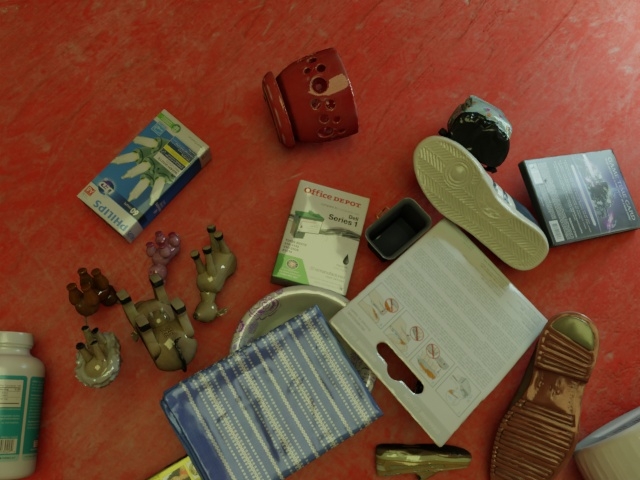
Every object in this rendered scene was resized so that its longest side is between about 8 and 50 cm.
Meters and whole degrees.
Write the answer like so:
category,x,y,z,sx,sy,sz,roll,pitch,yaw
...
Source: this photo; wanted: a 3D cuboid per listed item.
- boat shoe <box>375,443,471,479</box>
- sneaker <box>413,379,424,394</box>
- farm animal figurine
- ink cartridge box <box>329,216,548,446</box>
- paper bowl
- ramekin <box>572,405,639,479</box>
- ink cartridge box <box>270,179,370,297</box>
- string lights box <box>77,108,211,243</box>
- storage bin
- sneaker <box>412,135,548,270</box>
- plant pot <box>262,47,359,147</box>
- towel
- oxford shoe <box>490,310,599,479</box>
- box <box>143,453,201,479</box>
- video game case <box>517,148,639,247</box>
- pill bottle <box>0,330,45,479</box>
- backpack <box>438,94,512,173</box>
category,x,y,z,sx,sy,sz,roll,pitch,yaw
boat shoe,0.203,0.446,1.318,0.190,0.068,0.072,1,87,6
sneaker,0.205,0.261,1.351,0.217,0.079,0.121,41,75,5
farm animal figurine,-0.304,0.137,1.290,0.330,0.172,0.327,-17,36,-9
ink cartridge box,0.231,0.172,1.316,0.385,0.091,0.308,-38,82,-31
paper bowl,-0.035,0.238,1.303,0.284,0.148,0.284,1,76,-4
ramekin,0.619,0.401,1.256,0.277,0.277,0.135,-25,71,-11
ink cartridge box,0.000,0.000,1.396,0.160,0.092,0.219,15,75,-1
string lights box,-0.368,-0.136,1.409,0.133,0.077,0.259,39,76,4
storage bin,0.155,-0.018,1.414,0.135,0.091,0.098,-40,80,-14
sneaker,0.332,-0.083,1.410,0.131,0.148,0.350,-42,91,18
plant pot,-0.024,-0.296,1.422,0.174,0.191,0.191,-19,78,-5
towel,-0.088,0.296,1.189,0.336,0.040,0.243,-30,80,-11
oxford shoe,0.454,0.331,1.327,0.140,0.146,0.397,24,95,17
box,-0.289,0.461,1.257,0.232,0.087,0.058,-30,82,-12
video game case,0.576,-0.098,1.462,0.274,0.026,0.196,-9,76,-26
pill bottle,-0.598,0.306,1.240,0.146,0.146,0.264,2,75,-4
backpack,0.344,-0.240,1.442,0.152,0.182,0.115,37,113,-8
